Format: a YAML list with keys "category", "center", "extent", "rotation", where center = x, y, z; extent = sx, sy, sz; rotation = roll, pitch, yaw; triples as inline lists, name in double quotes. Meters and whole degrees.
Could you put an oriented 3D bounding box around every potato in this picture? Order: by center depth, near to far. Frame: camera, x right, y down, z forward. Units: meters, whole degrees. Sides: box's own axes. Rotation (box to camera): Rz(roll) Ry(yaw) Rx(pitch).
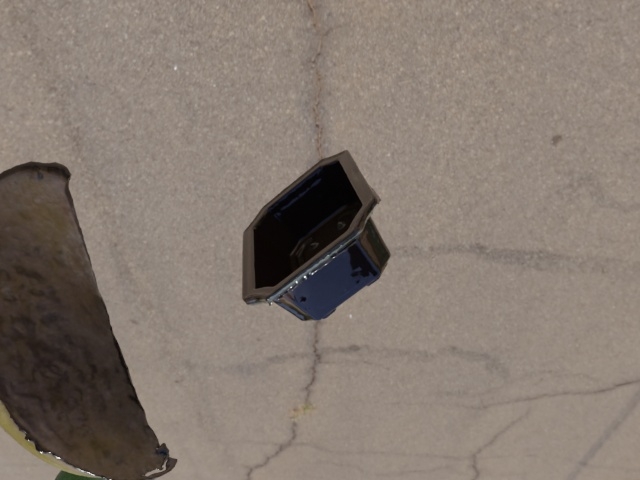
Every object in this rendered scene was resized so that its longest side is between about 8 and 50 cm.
- category: "potato"
  center: [-0.215, 0.067, 0.397]
  extent: [0.100, 0.261, 0.120]
  rotation: [-40, 154, 27]

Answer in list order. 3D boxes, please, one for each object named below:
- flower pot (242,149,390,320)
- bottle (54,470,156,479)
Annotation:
- category: "flower pot"
  center: [0.000, 0.000, 0.669]
  extent: [0.179, 0.251, 0.084]
  rotation: [-37, 114, 10]
- category: "bottle"
  center: [-0.167, 0.327, 0.618]
  extent: [0.330, 0.093, 0.093]
  rotation: [8, 146, 33]
